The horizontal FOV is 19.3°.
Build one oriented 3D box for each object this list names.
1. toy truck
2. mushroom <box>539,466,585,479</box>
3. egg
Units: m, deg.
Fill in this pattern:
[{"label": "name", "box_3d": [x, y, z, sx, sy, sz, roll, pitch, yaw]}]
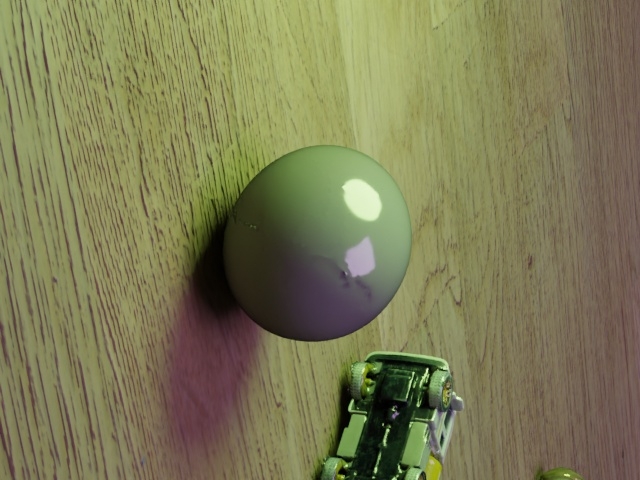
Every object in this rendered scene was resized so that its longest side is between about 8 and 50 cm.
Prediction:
[{"label": "toy truck", "box_3d": [0.060, 0.219, 1.720, 0.114, 0.098, 0.227, 67, 35, -52]}, {"label": "mushroom", "box_3d": [0.278, 0.372, 2.265, 0.270, 0.103, 0.118, -56, 148, -69]}, {"label": "egg", "box_3d": [0.000, 0.000, 1.495, 0.198, 0.146, 0.146, -57, 142, -63]}]
